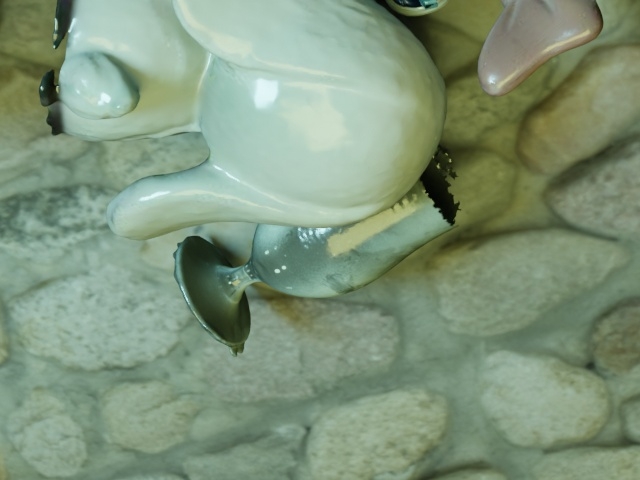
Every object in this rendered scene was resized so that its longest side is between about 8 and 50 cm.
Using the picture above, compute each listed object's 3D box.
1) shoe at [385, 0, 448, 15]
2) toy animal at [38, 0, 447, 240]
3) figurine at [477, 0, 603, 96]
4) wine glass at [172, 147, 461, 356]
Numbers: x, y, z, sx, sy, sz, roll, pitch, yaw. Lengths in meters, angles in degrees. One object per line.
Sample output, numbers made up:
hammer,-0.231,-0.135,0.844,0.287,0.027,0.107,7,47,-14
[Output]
shoe,0.053,-0.221,1.146,0.064,0.071,0.143,-11,97,5
toy animal,-0.062,-0.120,1.180,0.289,0.174,0.249,-5,127,11
figurine,0.260,-0.252,1.071,0.421,0.154,0.193,-22,136,17
wine glass,0.000,0.000,1.310,0.222,0.103,0.103,-27,120,25
